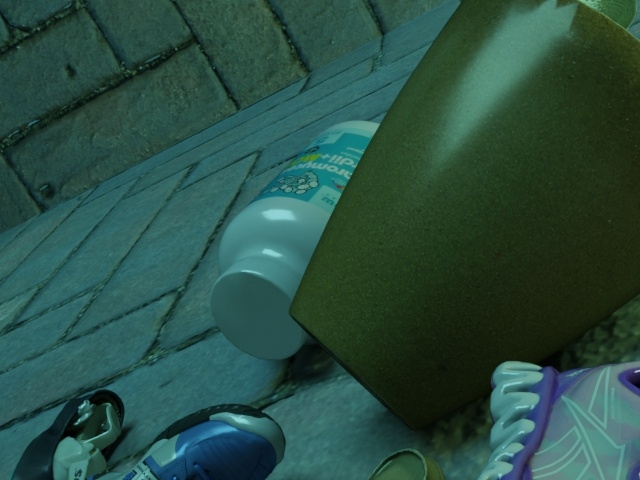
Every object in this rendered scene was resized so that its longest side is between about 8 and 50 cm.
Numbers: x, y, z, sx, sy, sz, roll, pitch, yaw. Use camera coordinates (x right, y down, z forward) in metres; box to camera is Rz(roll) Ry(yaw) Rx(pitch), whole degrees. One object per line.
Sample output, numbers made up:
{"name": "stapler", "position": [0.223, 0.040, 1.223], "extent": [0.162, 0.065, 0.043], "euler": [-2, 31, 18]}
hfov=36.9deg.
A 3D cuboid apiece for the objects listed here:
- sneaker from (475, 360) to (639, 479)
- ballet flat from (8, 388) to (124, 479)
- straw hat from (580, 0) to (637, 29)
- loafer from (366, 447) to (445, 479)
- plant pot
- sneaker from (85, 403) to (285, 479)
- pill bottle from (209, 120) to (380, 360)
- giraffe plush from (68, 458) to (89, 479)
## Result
{"name": "sneaker", "position": [0.130, 0.122, 0.431], "extent": [0.104, 0.095, 0.236], "euler": [-15, 20, 20]}
{"name": "ballet flat", "position": [-0.217, 0.190, 0.850], "extent": [0.074, 0.074, 0.203], "euler": [-26, 14, 11]}
{"name": "straw hat", "position": [0.344, -0.246, 1.207], "extent": [0.144, 0.061, 0.144], "euler": [-28, 32, 20]}
{"name": "loafer", "position": [0.027, 0.164, 0.540], "extent": [0.056, 0.050, 0.148], "euler": [-17, 20, 36]}
{"name": "plant pot", "position": [0.104, -0.005, 0.656], "extent": [0.254, 0.237, 0.237], "euler": [-46, 18, -6]}
{"name": "sneaker", "position": [-0.111, 0.190, 0.672], "extent": [0.211, 0.080, 0.081], "euler": [-35, 21, 17]}
{"name": "pill bottle", "position": [0.000, 0.000, 0.907], "extent": [0.146, 0.146, 0.264], "euler": [-18, 21, 35]}
{"name": "giraffe plush", "position": [-0.222, 0.188, 0.567], "extent": [0.181, 0.170, 0.210], "euler": [-37, 36, 20]}
